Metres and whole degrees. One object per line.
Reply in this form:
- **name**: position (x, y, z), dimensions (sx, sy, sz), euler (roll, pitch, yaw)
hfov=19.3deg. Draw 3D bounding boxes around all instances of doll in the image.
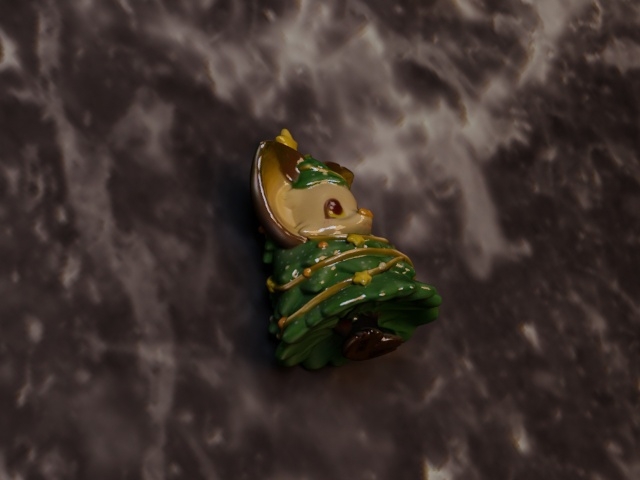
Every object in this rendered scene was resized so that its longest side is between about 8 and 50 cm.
- **doll**: position (-0.006, 0.009, 0.848), dimensions (0.113, 0.076, 0.078), euler (52, 19, 28)
